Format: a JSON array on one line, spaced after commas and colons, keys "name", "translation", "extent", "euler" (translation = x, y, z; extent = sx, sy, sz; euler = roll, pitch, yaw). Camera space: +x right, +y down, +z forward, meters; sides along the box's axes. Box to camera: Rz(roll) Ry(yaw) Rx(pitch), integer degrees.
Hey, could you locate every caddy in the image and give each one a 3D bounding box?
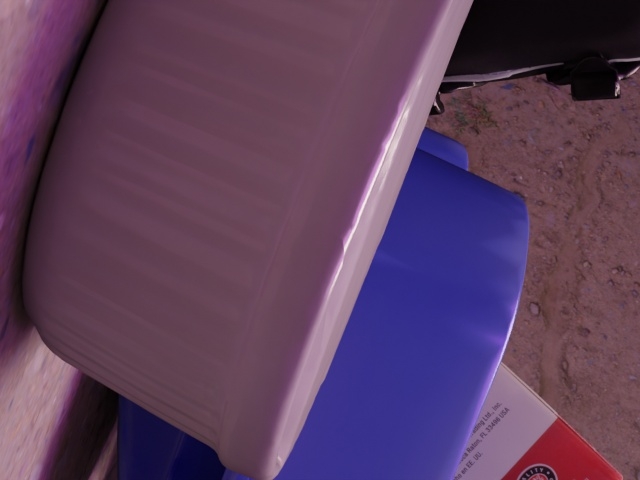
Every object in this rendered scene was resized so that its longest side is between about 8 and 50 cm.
[{"name": "caddy", "translation": [-0.025, 0.059, 1.166], "extent": [0.241, 0.179, 0.341], "euler": [-129, -123, -66]}]

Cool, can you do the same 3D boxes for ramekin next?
[{"name": "ramekin", "translation": [-0.029, -0.042, 0.862], "extent": [0.273, 0.127, 0.273], "euler": [22, 90, -87]}]

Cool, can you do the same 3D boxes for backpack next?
[{"name": "backpack", "translation": [0.100, -0.198, 1.059], "extent": [0.253, 0.225, 0.191], "euler": [-61, 141, -60]}]

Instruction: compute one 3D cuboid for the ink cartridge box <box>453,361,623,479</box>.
[{"name": "ink cartridge box", "translation": [0.035, 0.142, 1.364], "extent": [0.197, 0.273, 0.114], "euler": [-46, 175, -9]}]
